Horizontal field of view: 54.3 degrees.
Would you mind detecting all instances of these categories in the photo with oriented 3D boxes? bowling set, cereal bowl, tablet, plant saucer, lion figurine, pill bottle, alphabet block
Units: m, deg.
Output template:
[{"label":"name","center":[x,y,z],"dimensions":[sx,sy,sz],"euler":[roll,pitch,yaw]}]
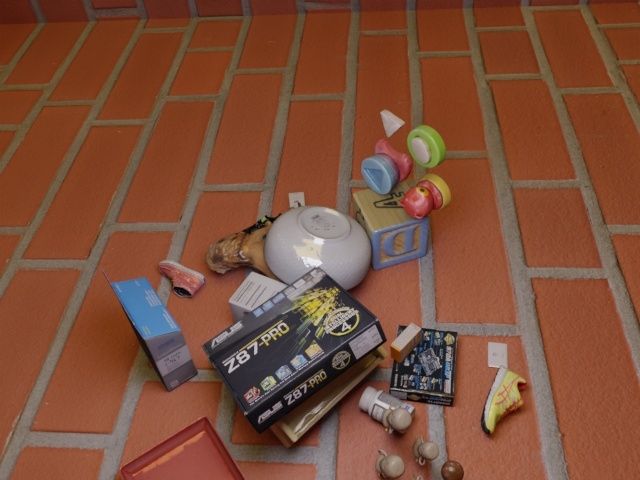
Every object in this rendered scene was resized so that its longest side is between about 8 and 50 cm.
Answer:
[{"label":"bowling set","center":[0.229,0.562,1.514],"dimensions":[0.200,0.154,0.286],"euler":[19,73,-4]},{"label":"cereal bowl","center":[0.000,0.000,1.912],"dimensions":[0.339,0.141,0.338],"euler":[8,40,-7]},{"label":"tablet","center":[0.509,0.329,1.790],"dimensions":[0.054,0.006,0.083],"euler":[5,47,10]},{"label":"plant saucer","center":[-0.341,0.613,1.579],"dimensions":[0.259,0.047,0.258],"euler":[-29,51,-20]},{"label":"lion figurine","center":[-0.169,0.066,2.002],"dimensions":[0.392,0.142,0.240],"euler":[19,37,31]},{"label":"pill bottle","center":[0.176,0.448,1.661],"dimensions":[0.137,0.078,0.078],"euler":[23,53,24]},{"label":"alphabet block","center":[0.228,-0.053,2.052],"dimensions":[0.194,0.192,0.197],"euler":[-14,46,-10]}]

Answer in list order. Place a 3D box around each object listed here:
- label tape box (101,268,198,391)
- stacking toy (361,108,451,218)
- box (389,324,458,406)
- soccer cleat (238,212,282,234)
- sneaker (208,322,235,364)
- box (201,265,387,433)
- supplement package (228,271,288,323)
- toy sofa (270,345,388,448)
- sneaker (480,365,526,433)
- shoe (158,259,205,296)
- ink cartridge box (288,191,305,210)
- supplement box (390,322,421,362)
[{"label":"label tape box","center":[-0.472,0.233,1.751],"dimensions":[0.106,0.333,0.240],"euler":[-29,51,-20]},{"label":"stacking toy","center":[0.240,-0.223,1.897],"dimensions":[0.130,0.279,0.309],"euler":[-35,49,-27]},{"label":"box","center":[0.293,0.348,1.762],"dimensions":[0.175,0.051,0.220],"euler":[5,47,11]},{"label":"soccer cleat","center":[-0.208,-0.048,2.168],"dimensions":[0.179,0.072,0.060],"euler":[-20,48,-13]},{"label":"sneaker","center":[-0.255,0.305,1.826],"dimensions":[0.166,0.076,0.065],"euler":[-46,55,-11]},{"label":"box","center":[-0.075,0.266,1.614],"dimensions":[0.395,0.097,0.318],"euler":[-34,34,-12]},{"label":"supplement package","center":[-0.131,0.217,1.867],"dimensions":[0.244,0.139,0.134],"euler":[18,50,22]},{"label":"toy sofa","center":[0.000,0.384,1.698],"dimensions":[0.363,0.177,0.150],"euler":[-39,79,-22]},{"label":"sneaker","center":[0.489,0.427,1.650],"dimensions":[0.094,0.081,0.208],"euler":[21,52,20]},{"label":"shoe","center":[-0.471,0.126,2.037],"dimensions":[0.178,0.063,0.081],"euler":[19,46,16]},{"label":"ink cartridge box","center":[-0.077,-0.088,2.175],"dimensions":[0.056,0.099,0.135],"euler":[-6,48,-1]},{"label":"supplement box","center":[0.240,0.287,1.746],"dimensions":[0.036,0.062,0.098],"euler":[31,58,32]}]
